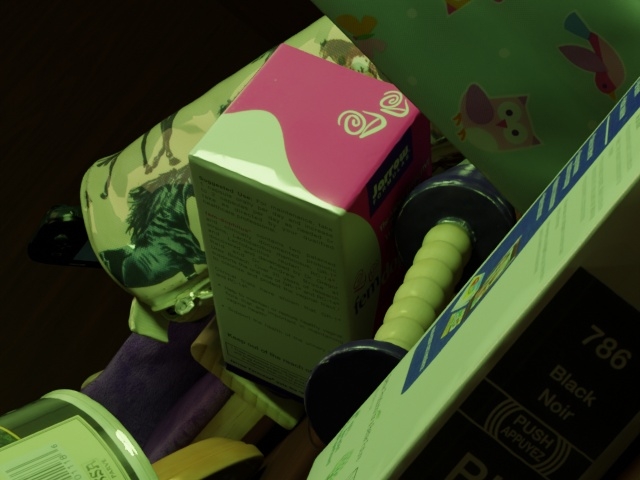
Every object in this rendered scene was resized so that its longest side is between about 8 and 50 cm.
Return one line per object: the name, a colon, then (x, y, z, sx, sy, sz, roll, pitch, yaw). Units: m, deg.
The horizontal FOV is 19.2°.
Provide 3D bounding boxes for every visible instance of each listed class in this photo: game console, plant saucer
game console: (-0.108, 0.017, 1.847, 0.213, 0.361, 0.044, 126, 142, -50)
plant saucer: (-0.141, 0.225, 1.620, 0.200, 0.037, 0.200, -31, -13, -8)

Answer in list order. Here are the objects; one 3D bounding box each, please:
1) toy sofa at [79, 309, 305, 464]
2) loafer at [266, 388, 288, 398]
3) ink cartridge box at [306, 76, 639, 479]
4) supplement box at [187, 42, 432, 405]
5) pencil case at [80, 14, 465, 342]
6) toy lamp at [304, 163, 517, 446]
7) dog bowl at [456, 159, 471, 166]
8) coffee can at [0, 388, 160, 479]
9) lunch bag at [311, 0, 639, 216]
toy sofa: (-0.138, 0.161, 1.806, 0.362, 0.177, 0.150, -49, 3, 44)
loafer: (0.021, 0.058, 1.586, 0.220, 0.080, 0.078, -39, 5, 35)
ink cartridge box: (0.105, 0.006, 0.659, 0.333, 0.065, 0.165, -53, 1, 18)
supplement box: (0.000, 0.000, 1.207, 0.111, 0.114, 0.220, -53, -27, -31)
pencil case: (0.000, -0.073, 1.536, 0.410, 0.183, 0.160, -29, -28, 26)
toy lamp: (0.062, 0.030, 1.070, 0.080, 0.080, 0.275, -51, 5, 30)
dog bowl: (0.088, -0.081, 2.049, 0.349, 0.102, 0.349, -52, 1, 2)
coffee can: (-0.249, 0.238, 1.222, 0.275, 0.201, 0.201, -22, -16, -34)
lunch bag: (0.119, -0.159, 0.948, 0.160, 0.223, 0.262, -41, 8, 37)
